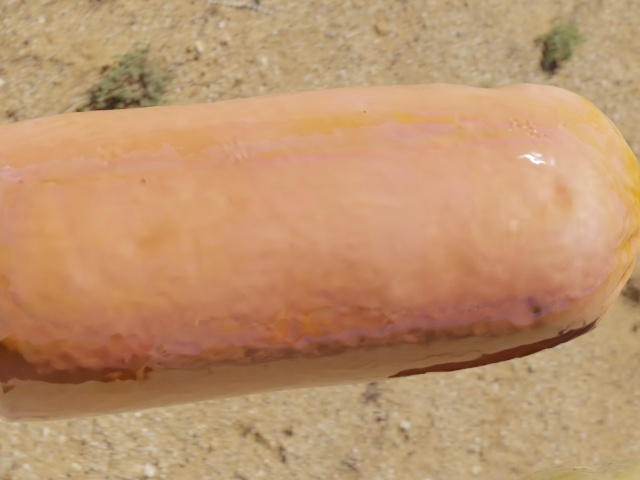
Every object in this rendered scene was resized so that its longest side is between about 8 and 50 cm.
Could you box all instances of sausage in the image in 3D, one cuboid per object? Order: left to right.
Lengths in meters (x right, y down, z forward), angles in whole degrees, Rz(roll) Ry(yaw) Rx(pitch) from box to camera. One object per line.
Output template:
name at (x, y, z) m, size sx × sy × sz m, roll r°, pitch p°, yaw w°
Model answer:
sausage at (0.000, 0.000, 0.498) m, size 0.259 × 0.113 × 0.114 m, roll -7°, pitch 89°, yaw -13°

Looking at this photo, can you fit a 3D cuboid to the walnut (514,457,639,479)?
walnut at (0.226, 0.295, 0.938) m, size 0.332 × 0.333 × 0.333 m, roll 3°, pitch 84°, yaw -31°
